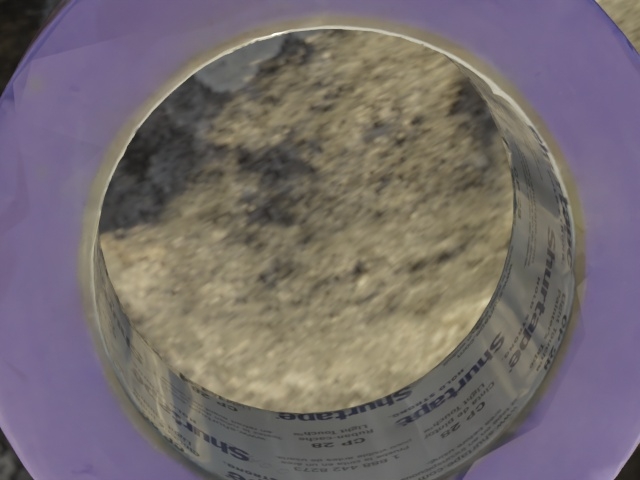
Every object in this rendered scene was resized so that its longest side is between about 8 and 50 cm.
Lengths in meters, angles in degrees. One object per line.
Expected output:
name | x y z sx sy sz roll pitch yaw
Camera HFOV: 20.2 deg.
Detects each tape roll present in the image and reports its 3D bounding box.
tape roll | 0.000 0.000 0.489 0.189 0.080 0.189 -1 102 -5
